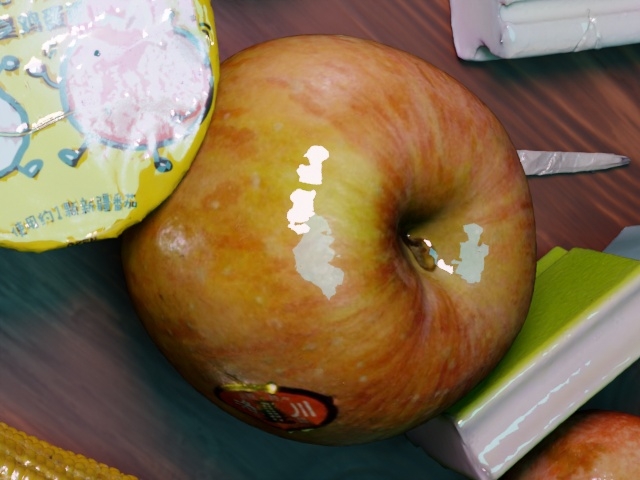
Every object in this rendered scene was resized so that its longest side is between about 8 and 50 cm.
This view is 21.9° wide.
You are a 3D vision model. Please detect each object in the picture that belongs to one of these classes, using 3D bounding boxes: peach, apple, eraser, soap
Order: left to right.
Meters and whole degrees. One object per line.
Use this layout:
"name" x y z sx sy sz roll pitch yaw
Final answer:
"apple" 0.000 0.000 1.587 0.400 0.333 0.400 -2 92 -43
"eraser" 0.212 0.122 1.736 0.274 0.210 0.092 -38 107 -13
"soap" 0.313 -0.314 1.798 0.347 0.115 0.208 -10 98 -22
"peach" 0.326 0.289 1.790 0.256 0.232 0.232 -27 103 -28

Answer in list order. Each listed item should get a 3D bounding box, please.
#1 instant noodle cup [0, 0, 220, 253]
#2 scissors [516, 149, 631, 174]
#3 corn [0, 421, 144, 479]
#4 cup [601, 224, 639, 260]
"instant noodle cup" -0.281 -0.158 1.486 0.325 0.254 0.326 -2 94 -23
"scissors" 0.212 -0.086 1.822 0.300 0.022 0.109 -3 98 -23
"corn" -0.277 0.259 1.581 0.387 0.144 0.144 25 84 -18
"cup" 0.404 0.038 1.794 0.148 0.235 0.134 -9 97 -19
